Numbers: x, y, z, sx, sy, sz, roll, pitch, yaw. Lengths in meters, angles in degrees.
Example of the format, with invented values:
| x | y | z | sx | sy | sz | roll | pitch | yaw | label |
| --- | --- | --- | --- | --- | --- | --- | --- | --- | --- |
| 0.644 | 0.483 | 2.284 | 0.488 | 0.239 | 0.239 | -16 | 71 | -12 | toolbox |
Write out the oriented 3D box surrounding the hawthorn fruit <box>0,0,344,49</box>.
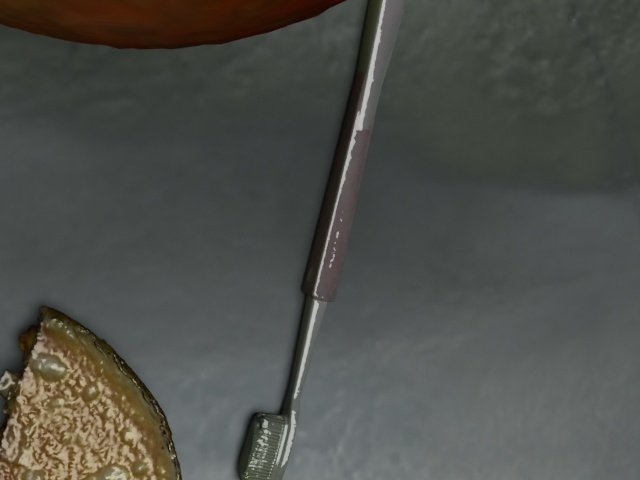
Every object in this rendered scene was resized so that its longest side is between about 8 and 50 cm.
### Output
| x | y | z | sx | sy | sz | roll | pitch | yaw | label |
| --- | --- | --- | --- | --- | --- | --- | --- | --- | --- |
| -0.085 | -0.182 | 0.520 | 0.298 | 0.277 | 0.277 | -10 | 103 | 6 | hawthorn fruit |

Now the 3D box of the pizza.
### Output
| x | y | z | sx | sy | sz | roll | pitch | yaw | label |
| --- | --- | --- | --- | --- | --- | --- | --- | --- | --- |
| -0.095 | 0.071 | 0.668 | 0.078 | 0.025 | 0.083 | -36 | 102 | -18 | pizza |

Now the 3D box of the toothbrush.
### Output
| x | y | z | sx | sy | sz | roll | pitch | yaw | label |
| --- | --- | --- | --- | --- | --- | --- | --- | --- | --- |
| 0.002 | 0.000 | 0.701 | 0.017 | 0.014 | 0.194 | 15 | 92 | -22 | toothbrush |
